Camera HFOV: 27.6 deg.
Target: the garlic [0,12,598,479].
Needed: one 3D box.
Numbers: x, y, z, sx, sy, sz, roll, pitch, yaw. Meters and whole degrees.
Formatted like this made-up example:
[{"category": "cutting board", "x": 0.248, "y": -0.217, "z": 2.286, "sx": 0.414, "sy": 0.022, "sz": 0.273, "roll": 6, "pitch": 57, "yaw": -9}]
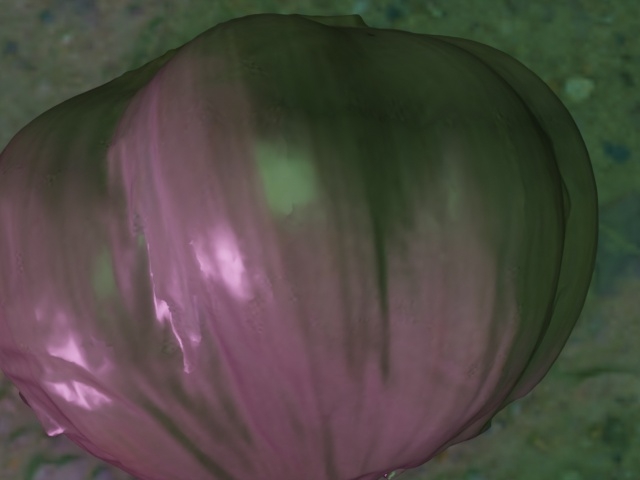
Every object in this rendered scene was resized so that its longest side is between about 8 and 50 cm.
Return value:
[{"category": "garlic", "x": 0.000, "y": 0.000, "z": 0.448, "sx": 0.229, "sy": 0.143, "sz": 0.178, "roll": -14, "pitch": 82, "yaw": -18}]
